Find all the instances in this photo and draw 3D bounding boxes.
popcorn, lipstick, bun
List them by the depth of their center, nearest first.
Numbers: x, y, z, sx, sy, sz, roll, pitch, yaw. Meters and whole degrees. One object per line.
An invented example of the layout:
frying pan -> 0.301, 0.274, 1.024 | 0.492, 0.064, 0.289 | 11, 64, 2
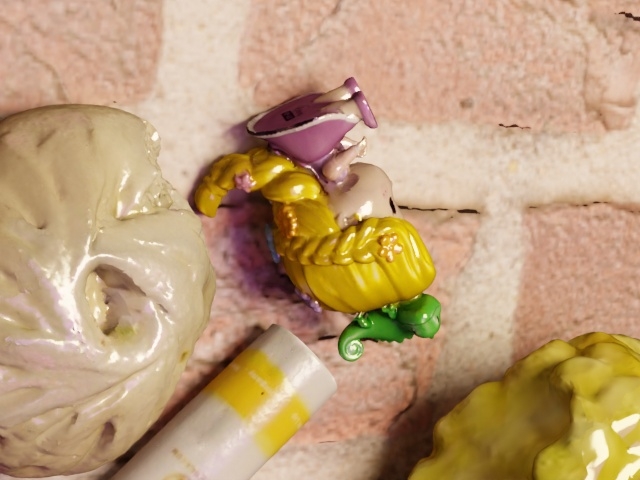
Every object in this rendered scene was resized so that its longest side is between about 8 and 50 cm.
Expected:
bun -> -0.127, 0.027, 0.843 | 0.193, 0.128, 0.178 | -47, 123, -14
lipstick -> -0.101, 0.157, 0.943 | 0.264, 0.059, 0.059 | -44, 123, -14
popcorn -> 0.160, 0.181, 1.033 | 0.250, 0.235, 0.241 | -35, 125, 29

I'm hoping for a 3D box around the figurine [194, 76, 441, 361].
figurine -> 0.000, 0.000, 0.941 | 0.115, 0.095, 0.156 | -21, 110, 9
